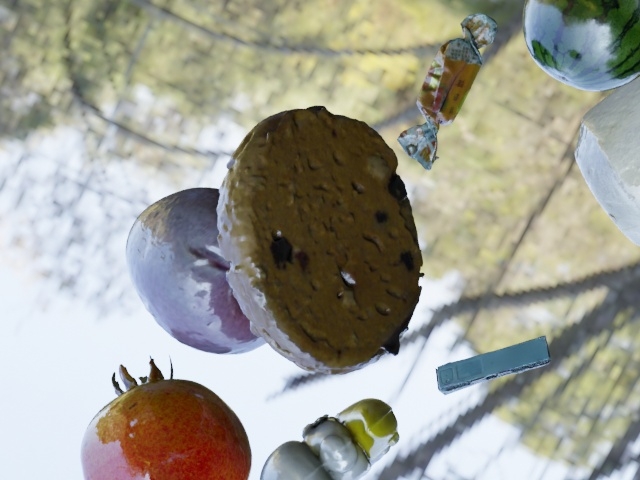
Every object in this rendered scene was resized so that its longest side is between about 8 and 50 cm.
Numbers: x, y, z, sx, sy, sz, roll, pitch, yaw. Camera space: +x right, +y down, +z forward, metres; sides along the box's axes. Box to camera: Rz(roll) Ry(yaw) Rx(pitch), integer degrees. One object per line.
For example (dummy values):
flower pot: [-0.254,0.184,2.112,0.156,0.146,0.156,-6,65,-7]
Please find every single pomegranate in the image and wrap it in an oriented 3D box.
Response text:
pomegranate: [-0.209,0.270,2.257,0.221,0.221,0.256,16,-136,-50]

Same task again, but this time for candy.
candy: [0.136,-0.166,1.897,0.053,0.182,0.046,32,-166,37]

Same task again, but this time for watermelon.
watermelon: [0.268,-0.233,1.632,0.141,0.187,0.140,23,170,4]

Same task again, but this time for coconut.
coconut: [0.474,-0.121,2.228,0.237,0.266,0.237,46,-165,-17]

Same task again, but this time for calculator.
calculator: [0.253,0.184,2.544,0.057,0.172,0.018,-96,-16,-47]

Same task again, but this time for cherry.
cherry: [-0.134,0.038,2.126,0.266,0.184,0.213,27,143,49]

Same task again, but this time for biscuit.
biscuit: [-0.001,0.001,1.869,0.296,0.296,0.075,19,156,-40]

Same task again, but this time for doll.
doll: [-0.007,0.274,1.989,0.111,0.237,0.252,53,173,4]
